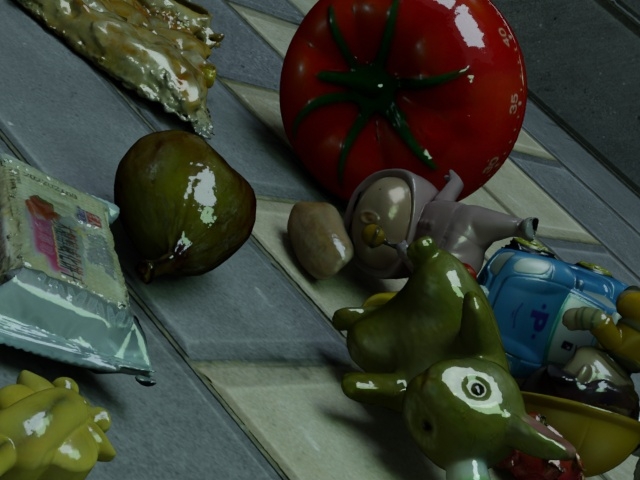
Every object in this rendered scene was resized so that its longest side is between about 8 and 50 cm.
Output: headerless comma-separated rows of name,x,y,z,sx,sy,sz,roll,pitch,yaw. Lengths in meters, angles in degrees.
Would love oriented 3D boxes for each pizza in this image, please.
pizza,-0.314,-0.342,2.142,0.392,0.080,0.435,30,18,-19

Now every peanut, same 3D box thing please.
peanut,0.000,0.000,1.891,0.076,0.076,0.152,24,24,-31

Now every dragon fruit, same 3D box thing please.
dragon fruit,0.256,0.264,1.708,0.126,0.068,0.112,54,-23,-12

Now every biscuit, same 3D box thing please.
biscuit,-0.259,0.024,1.387,0.186,0.079,0.309,24,21,-27

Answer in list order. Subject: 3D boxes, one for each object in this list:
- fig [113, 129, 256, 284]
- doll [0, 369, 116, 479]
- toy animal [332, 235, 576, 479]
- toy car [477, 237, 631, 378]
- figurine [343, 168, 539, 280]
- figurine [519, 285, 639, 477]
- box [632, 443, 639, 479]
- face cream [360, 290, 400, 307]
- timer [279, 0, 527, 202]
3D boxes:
fig,-0.157,-0.021,1.569,0.170,0.145,0.274,45,20,-16
doll,-0.249,0.168,1.059,0.117,0.086,0.291,43,22,5
toy animal,0.143,0.160,1.564,0.180,0.181,0.363,43,15,-31
toy car,0.327,0.119,1.946,0.314,0.198,0.166,18,3,-45
figurine,0.134,-0.019,1.892,0.186,0.176,0.287,21,2,-43
figurine,0.354,0.183,1.799,0.192,0.257,0.167,31,12,-35
box,0.545,0.361,1.838,0.262,0.291,0.206,-10,51,-7
face cream,0.140,0.099,1.896,0.078,0.078,0.273,44,20,19
timer,0.130,-0.229,2.183,0.378,0.378,0.279,43,23,19
